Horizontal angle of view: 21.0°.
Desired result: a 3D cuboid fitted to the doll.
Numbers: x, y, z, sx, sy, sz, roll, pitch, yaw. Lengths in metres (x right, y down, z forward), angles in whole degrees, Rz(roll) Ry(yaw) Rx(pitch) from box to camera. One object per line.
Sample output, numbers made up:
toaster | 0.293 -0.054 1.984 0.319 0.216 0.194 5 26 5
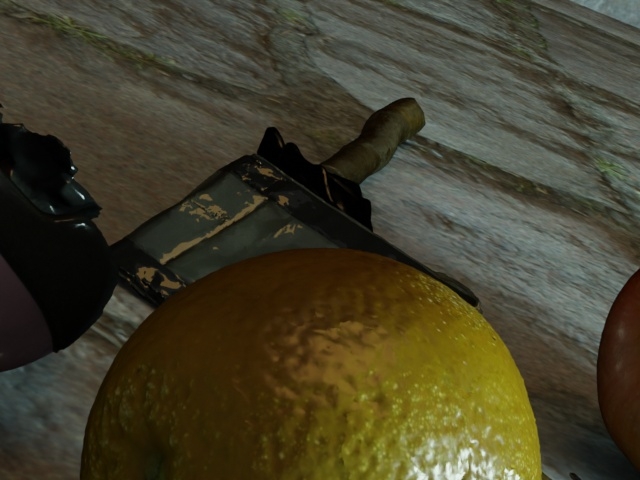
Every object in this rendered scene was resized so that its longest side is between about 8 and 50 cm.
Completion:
doll | -0.003 0.002 1.329 0.127 0.088 0.249 33 17 -48

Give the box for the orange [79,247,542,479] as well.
orange | -0.002 0.111 0.839 0.236 0.236 0.236 21 20 -8

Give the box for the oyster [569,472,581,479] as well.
oyster | 0.223 0.255 0.851 0.337 0.133 0.198 38 7 16

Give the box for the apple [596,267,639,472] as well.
apple | 0.336 0.096 1.231 0.241 0.242 0.242 17 20 -37

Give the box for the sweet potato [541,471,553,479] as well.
sweet potato | 0.102 0.164 1.047 0.243 0.077 0.077 26 19 -12

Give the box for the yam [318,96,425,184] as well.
yam | 0.049 -0.092 1.673 0.045 0.045 0.327 5 16 15

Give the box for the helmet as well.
helmet | -0.220 -0.002 0.975 0.198 0.154 0.253 50 -23 -13

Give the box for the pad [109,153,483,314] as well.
pad | -0.022 0.030 1.218 0.233 0.022 0.174 32 48 25
